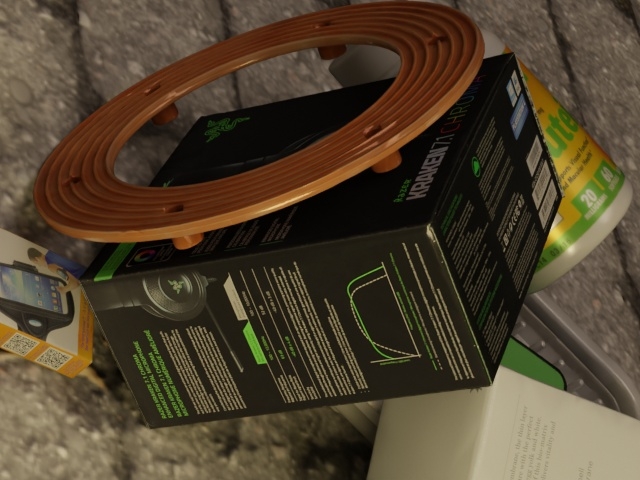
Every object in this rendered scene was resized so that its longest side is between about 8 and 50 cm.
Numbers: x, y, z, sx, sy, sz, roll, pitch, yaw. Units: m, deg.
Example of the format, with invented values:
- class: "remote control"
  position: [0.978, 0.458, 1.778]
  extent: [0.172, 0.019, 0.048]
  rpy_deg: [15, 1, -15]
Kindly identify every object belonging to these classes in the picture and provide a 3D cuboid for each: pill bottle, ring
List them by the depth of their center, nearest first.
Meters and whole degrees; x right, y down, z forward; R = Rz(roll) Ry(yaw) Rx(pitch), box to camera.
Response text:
- class: "ring"
  position: [-0.042, -0.082, 1.380]
  extent: [0.032, 0.337, 0.336]
  rpy_deg: [68, 28, -24]
- class: "pill bottle"
  position: [0.126, -0.085, 1.587]
  extent: [0.245, 0.136, 0.136]
  rpy_deg: [46, 35, -8]

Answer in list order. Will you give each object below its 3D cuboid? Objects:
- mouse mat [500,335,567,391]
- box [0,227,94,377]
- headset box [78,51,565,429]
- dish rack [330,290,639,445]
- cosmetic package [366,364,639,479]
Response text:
- class: "mouse mat"
  position: [0.137, 0.137, 1.517]
  extent: [0.153, 0.007, 0.189]
  rpy_deg: [35, 37, -23]
- class: "box"
  position: [-0.214, 0.032, 1.316]
  extent: [0.136, 0.028, 0.081]
  rpy_deg: [28, 41, -33]
- class: "headset box"
  position: [0.000, 0.000, 1.376]
  extent: [0.131, 0.283, 0.246]
  rpy_deg: [67, 29, -25]
- class: "dish rack"
  position: [0.121, 0.121, 1.578]
  extent: [0.333, 0.072, 0.285]
  rpy_deg: [44, 35, -11]
- class: "cosmetic package"
  position: [0.147, 0.227, 1.372]
  extent: [0.225, 0.138, 0.224]
  rpy_deg: [23, 71, -30]
